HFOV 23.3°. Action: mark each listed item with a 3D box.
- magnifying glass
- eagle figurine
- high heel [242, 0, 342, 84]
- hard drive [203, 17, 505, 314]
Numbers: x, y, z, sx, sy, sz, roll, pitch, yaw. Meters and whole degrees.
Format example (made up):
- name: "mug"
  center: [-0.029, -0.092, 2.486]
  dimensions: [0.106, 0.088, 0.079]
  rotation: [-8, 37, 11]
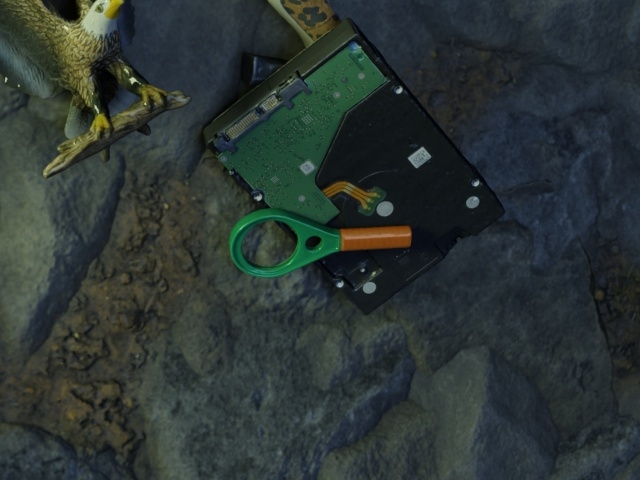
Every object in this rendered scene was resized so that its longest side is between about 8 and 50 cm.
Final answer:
- name: "magnifying glass"
  center: [0.000, 0.000, 1.948]
  dimensions: [0.231, 0.026, 0.092]
  rotation: [-2, 121, -9]
- name: "eagle figurine"
  center: [-0.276, -0.247, 1.725]
  dimensions: [0.298, 0.225, 0.226]
  rotation: [57, 24, 2]
- name: "high heel"
  center: [0.014, -0.306, 1.910]
  dimensions: [0.186, 0.093, 0.261]
  rotation: [2, 115, -27]
- name: "hard drive"
  center: [0.046, -0.086, 1.955]
  dimensions: [0.237, 0.064, 0.339]
  rotation: [-38, 122, 10]
